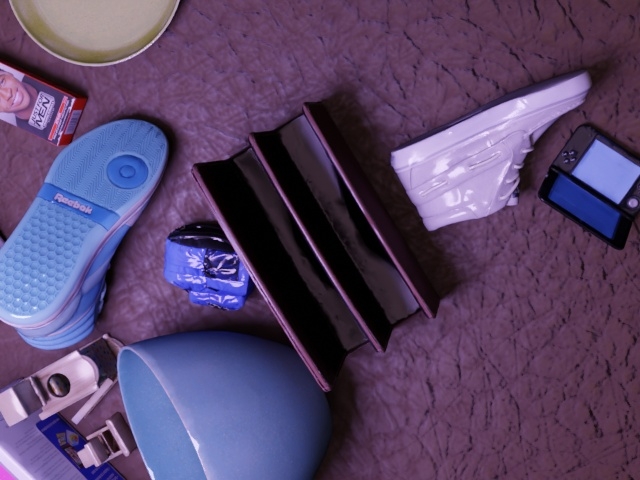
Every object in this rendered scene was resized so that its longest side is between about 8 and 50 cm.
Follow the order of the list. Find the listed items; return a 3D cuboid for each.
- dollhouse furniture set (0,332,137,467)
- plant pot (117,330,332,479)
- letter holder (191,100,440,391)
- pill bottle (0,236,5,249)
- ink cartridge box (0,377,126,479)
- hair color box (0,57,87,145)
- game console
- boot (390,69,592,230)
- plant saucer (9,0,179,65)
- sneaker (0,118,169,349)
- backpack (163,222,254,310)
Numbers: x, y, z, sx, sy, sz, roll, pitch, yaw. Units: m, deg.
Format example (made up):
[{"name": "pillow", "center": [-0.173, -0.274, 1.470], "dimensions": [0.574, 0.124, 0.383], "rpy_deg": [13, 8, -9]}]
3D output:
[{"name": "dollhouse furniture set", "center": [-0.300, 0.224, 1.224], "dimensions": [0.101, 0.182, 0.161], "rpy_deg": [-29, 92, 11]}, {"name": "plant pot", "center": [-0.102, 0.229, 1.174], "dimensions": [0.195, 0.290, 0.290], "rpy_deg": [-22, 95, -26]}, {"name": "letter holder", "center": [0.000, 0.000, 1.133], "dimensions": [0.152, 0.214, 0.302], "rpy_deg": [-31, 92, 11]}, {"name": "pill bottle", "center": [-0.544, 0.087, 1.257], "dimensions": [0.265, 0.153, 0.153], "rpy_deg": [-30, 92, 11]}, {"name": "ink cartridge box", "center": [-0.314, 0.344, 1.244], "dimensions": [0.371, 0.176, 0.069], "rpy_deg": [42, 98, 1]}, {"name": "hair color box", "center": [-0.389, -0.186, 1.254], "dimensions": [0.141, 0.043, 0.072], "rpy_deg": [25, 101, 5]}, {"name": "game console", "center": [0.340, -0.066, 1.147], "dimensions": [0.122, 0.071, 0.107], "rpy_deg": [34, 101, 2]}, {"name": "boot", "center": [0.223, -0.105, 1.159], "dimensions": [0.258, 0.095, 0.123], "rpy_deg": [-23, 100, 19]}, {"name": "plant saucer", "center": [-0.287, -0.346, 1.221], "dimensions": [0.241, 0.037, 0.241], "rpy_deg": [1, 98, 9]}, {"name": "sneaker", "center": [-0.306, 0.000, 1.234], "dimensions": [0.127, 0.208, 0.319], "rpy_deg": [31, 64, 8]}, {"name": "backpack", "center": [-0.142, 0.032, 1.219], "dimensions": [0.120, 0.098, 0.101], "rpy_deg": [12, 103, 6]}]
